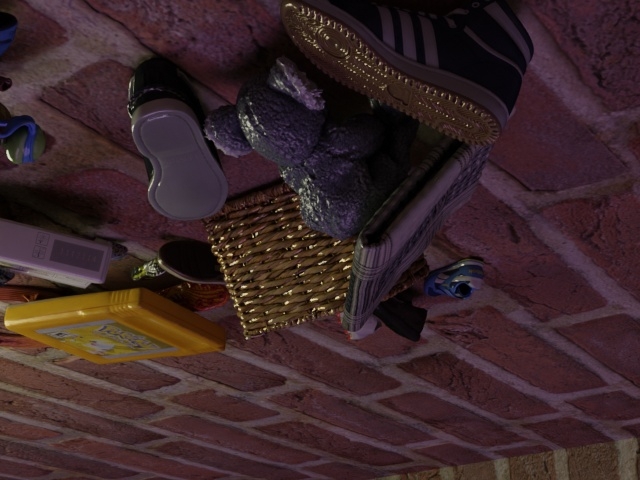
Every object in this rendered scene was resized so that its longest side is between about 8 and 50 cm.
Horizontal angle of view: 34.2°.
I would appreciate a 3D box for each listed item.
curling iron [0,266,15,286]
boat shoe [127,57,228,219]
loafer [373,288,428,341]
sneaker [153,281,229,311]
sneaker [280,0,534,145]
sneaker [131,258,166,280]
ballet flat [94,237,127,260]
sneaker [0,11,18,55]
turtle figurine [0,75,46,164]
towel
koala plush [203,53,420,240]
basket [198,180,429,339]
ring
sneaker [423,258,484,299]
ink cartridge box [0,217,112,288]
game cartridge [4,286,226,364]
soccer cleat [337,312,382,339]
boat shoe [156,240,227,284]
[{"bbox_3d":[-0.569,0.062,1.765,0.068,0.035,0.274,13,172,-22],"label":"curling iron"},{"bbox_3d":[-0.186,-0.125,1.373,0.114,0.091,0.302,-7,154,-6],"label":"boat shoe"},{"bbox_3d":[0.127,0.108,1.940,0.080,0.078,0.220,20,164,45],"label":"loafer"},{"bbox_3d":[-0.238,0.104,1.929,0.175,0.064,0.067,-7,170,30],"label":"sneaker"},{"bbox_3d":[0.105,-0.233,1.168,0.282,0.153,0.099,30,157,4],"label":"sneaker"},{"bbox_3d":[-0.295,0.052,1.836,0.083,0.031,0.035,-13,167,33],"label":"sneaker"},{"bbox_3d":[-0.381,0.015,1.738,0.114,0.041,0.041,-6,155,7],"label":"ballet flat"},{"bbox_3d":[-0.427,-0.257,1.112,0.209,0.069,0.082,20,135,-39],"label":"sneaker"},{"bbox_3d":[-0.475,-0.114,1.242,0.266,0.198,0.274,21,167,-14],"label":"turtle figurine"},{"bbox_3d":[0.146,-0.040,1.365,0.056,0.324,0.312,36,159,13],"label":"towel"},{"bbox_3d":[-0.015,-0.131,1.281,0.196,0.203,0.221,-25,134,38],"label":"koala plush"},{"bbox_3d":[0.000,0.000,1.656,0.299,0.223,0.213,-20,-177,34],"label":"basket"},{"bbox_3d":[-0.609,0.164,2.059,0.336,0.032,0.336,-1,155,0],"label":"ring"},{"bbox_3d":[0.239,0.080,1.884,0.053,0.059,0.144,12,153,-32],"label":"sneaker"},{"bbox_3d":[-0.493,0.009,1.641,0.296,0.066,0.261,15,172,-17],"label":"ink cartridge box"},{"bbox_3d":[-0.374,0.167,1.945,0.323,0.053,0.285,-7,156,29],"label":"game cartridge"},{"bbox_3d":[0.070,0.138,2.006,0.076,0.068,0.196,-20,154,4],"label":"soccer cleat"},{"bbox_3d":[-0.205,0.047,1.788,0.190,0.068,0.072,17,161,-35],"label":"boat shoe"}]
